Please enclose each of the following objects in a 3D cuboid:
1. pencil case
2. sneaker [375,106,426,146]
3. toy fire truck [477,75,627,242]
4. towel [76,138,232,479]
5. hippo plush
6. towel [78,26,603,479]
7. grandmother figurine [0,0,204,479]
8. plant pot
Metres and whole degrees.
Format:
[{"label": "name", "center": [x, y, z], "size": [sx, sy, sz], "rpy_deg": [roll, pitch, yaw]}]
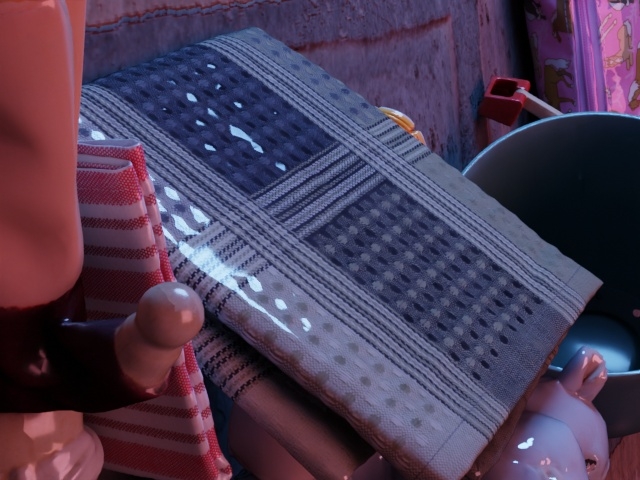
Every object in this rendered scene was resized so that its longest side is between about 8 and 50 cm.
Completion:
[{"label": "pencil case", "center": [0.306, -0.202, 1.530], "size": [0.160, 0.167, 0.386], "rpy_deg": [-17, 108, -28]}, {"label": "sneaker", "center": [0.055, -0.002, 1.124], "size": [0.083, 0.084, 0.215], "rpy_deg": [-44, 126, -38]}, {"label": "toy fire truck", "center": [0.251, -0.085, 1.432], "size": [0.047, 0.192, 0.135], "rpy_deg": [-63, 171, -51]}, {"label": "towel", "center": [-0.121, 0.036, 0.688], "size": [0.029, 0.144, 0.197], "rpy_deg": [-40, 127, -44]}, {"label": "hippo plush", "center": [0.066, 0.169, 0.901], "size": [0.294, 0.236, 0.234], "rpy_deg": [-59, 161, -69]}, {"label": "towel", "center": [0.000, 0.000, 0.815], "size": [0.056, 0.324, 0.312], "rpy_deg": [-58, 168, 30]}, {"label": "grandmother figurine", "center": [-0.142, 0.008, 0.601], "size": [0.104, 0.207, 0.342], "rpy_deg": [-39, 148, -41]}, {"label": "plant pot", "center": [0.268, 0.059, 1.328], "size": [0.235, 0.293, 0.293], "rpy_deg": [76, 26, -56]}]
